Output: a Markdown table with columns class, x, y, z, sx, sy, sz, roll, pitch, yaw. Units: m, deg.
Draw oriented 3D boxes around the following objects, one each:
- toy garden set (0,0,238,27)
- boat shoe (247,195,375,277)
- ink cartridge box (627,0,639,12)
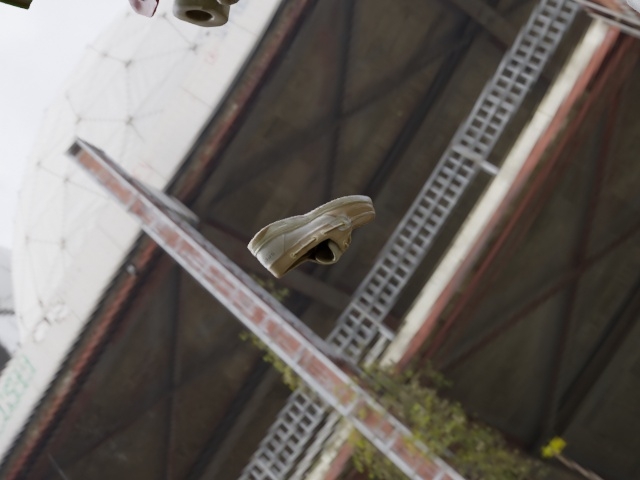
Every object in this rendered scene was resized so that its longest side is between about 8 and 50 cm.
| class | x | y | z | sx | sy | sz | roll | pitch | yaw |
| --- | --- | --- | --- | --- | --- | --- | --- | --- | --- |
| toy garden set | -0.099 | -0.128 | 0.511 | 0.203 | 0.244 | 0.049 | 12 | -103 | -25 |
| boat shoe | 0.000 | 0.000 | 1.324 | 0.170 | 0.059 | 0.063 | -22 | -18 | -37 |
| ink cartridge box | 0.258 | -0.184 | 0.605 | 0.171 | 0.233 | 0.168 | -33 | -52 | -2 |
